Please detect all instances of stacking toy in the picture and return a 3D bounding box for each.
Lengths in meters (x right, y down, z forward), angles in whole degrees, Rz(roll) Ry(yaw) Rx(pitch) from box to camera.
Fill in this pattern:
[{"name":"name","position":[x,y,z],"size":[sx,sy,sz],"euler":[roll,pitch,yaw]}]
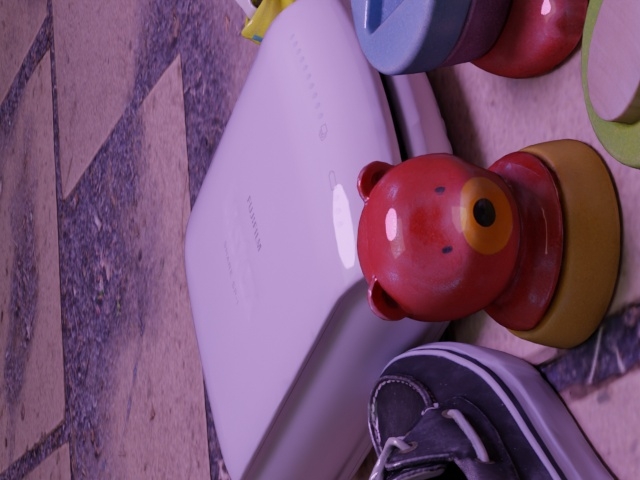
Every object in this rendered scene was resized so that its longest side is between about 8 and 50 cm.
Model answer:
[{"name":"stacking toy","position":[0.096,-0.119,1.027],"size":[0.279,0.130,0.309],"euler":[126,140,-55]}]

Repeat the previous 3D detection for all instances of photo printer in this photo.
[{"name":"photo printer","position":[0.000,0.000,1.293],"size":[0.307,0.107,0.256],"euler":[118,147,-48]}]

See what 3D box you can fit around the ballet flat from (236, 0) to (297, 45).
[{"name":"ballet flat","position":[-0.046,-0.248,1.472],"size":[0.077,0.077,0.231],"euler":[125,141,-56]}]

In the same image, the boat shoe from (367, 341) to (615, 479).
[{"name":"boat shoe","position":[0.083,0.144,1.052],"size":[0.335,0.119,0.121],"euler":[-139,54,-63]}]
